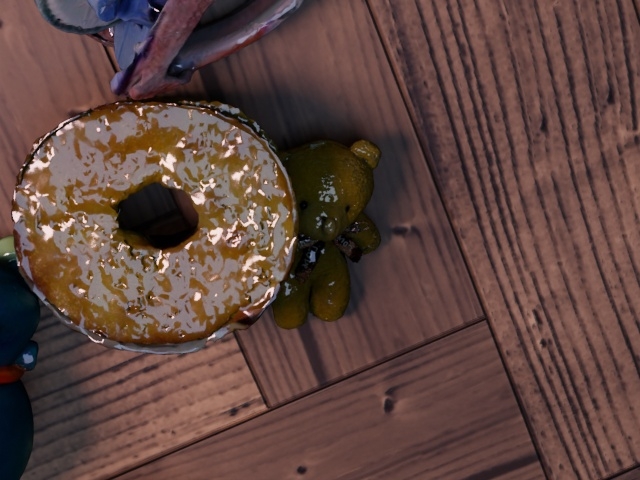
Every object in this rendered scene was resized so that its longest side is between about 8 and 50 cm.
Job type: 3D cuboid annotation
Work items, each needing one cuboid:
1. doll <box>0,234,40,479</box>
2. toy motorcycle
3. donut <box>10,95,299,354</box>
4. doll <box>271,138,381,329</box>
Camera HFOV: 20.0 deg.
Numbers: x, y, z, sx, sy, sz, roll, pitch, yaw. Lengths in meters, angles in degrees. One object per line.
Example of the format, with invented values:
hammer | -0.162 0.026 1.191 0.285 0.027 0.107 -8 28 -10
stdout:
doll | -0.368 0.148 1.743 0.198 0.186 0.322 11 107 -15
toy motorcycle | -0.108 -0.288 1.641 0.319 0.241 0.182 -44 73 15
donut | -0.150 -0.025 1.727 0.272 0.107 0.272 1 106 3
doll | 0.000 0.000 1.802 0.137 0.097 0.209 -7 119 -12
